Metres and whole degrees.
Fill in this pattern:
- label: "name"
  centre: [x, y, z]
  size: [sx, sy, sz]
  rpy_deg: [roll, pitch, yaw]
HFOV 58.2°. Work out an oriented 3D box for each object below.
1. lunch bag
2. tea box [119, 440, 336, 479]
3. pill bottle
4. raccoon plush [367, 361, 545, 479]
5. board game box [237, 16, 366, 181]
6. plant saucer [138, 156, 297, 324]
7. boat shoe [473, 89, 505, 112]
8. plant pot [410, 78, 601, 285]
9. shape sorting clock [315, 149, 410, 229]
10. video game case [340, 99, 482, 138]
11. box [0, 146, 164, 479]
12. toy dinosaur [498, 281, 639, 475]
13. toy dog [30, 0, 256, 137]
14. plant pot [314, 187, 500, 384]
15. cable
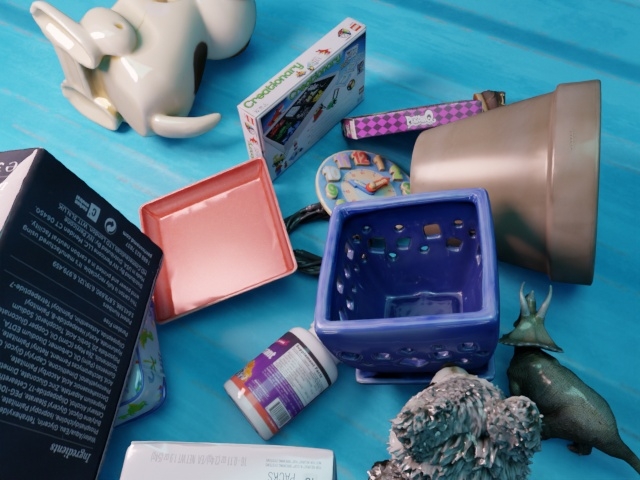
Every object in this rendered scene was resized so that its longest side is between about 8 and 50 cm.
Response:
- label: "lunch bag"
  centre: [-0.346, 0.186, 0.910]
  size: [0.176, 0.090, 0.219]
  rpy_deg: [-26, 60, 5]
- label: "tea box"
  centre: [-0.091, 0.421, 0.623]
  size: [0.220, 0.329, 0.323]
  rpy_deg: [1, 58, 3]
- label: "pill bottle"
  centre: [-0.042, 0.202, 0.884]
  size: [0.193, 0.108, 0.108]
  rpy_deg: [-37, 64, -19]
- label: "raccoon plush"
  centre: [0.204, 0.366, 0.658]
  size: [0.216, 0.299, 0.446]
  rpy_deg: [-19, 60, -8]
- label: "board game box"
  centre: [-0.024, -0.271, 1.125]
  size: [0.053, 0.193, 0.305]
  rpy_deg: [36, 66, 22]
- label: "plant saucer"
  centre: [-0.185, 0.001, 1.029]
  size: [0.259, 0.048, 0.258]
  rpy_deg: [-22, 59, 5]
- label: "boat shoe"
  centre: [0.357, -0.224, 1.144]
  size: [0.073, 0.073, 0.207]
  rpy_deg: [-4, 59, 3]
- label: "plant pot"
  centre: [0.307, -0.092, 0.955]
  size: [0.280, 0.323, 0.323]
  rpy_deg: [2, 57, 23]
- label: "shape sorting clock"
  centre: [0.091, -0.091, 1.066]
  size: [0.206, 0.040, 0.206]
  rpy_deg: [10, 49, -12]
- label: "video game case"
  centre: [0.164, -0.232, 1.101]
  size: [0.232, 0.210, 0.042]
  rpy_deg: [-9, 102, -3]
- label: "box"
  centre: [-0.532, 0.164, 0.759]
  size: [0.480, 0.297, 0.472]
  rpy_deg: [-3, 61, 20]
- label: "toy dinosaur"
  centre: [0.339, 0.230, 0.815]
  size: [0.121, 0.160, 0.313]
  rpy_deg: [-23, 59, -11]
- label: "toy dog"
  centre: [-0.307, -0.430, 1.193]
  size: [0.395, 0.284, 0.408]
  rpy_deg: [30, 63, 19]
- label: "plant pot"
  centre: [0.139, 0.084, 0.838]
  size: [0.236, 0.212, 0.236]
  rpy_deg: [-5, 48, 16]
- label: "cable"
  centre: [0.000, 0.000, 1.049]
  size: [0.184, 0.047, 0.150]
  rpy_deg: [-17, 64, -10]
